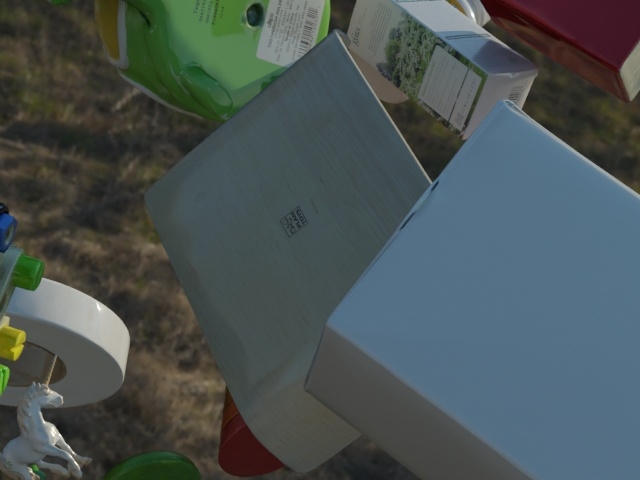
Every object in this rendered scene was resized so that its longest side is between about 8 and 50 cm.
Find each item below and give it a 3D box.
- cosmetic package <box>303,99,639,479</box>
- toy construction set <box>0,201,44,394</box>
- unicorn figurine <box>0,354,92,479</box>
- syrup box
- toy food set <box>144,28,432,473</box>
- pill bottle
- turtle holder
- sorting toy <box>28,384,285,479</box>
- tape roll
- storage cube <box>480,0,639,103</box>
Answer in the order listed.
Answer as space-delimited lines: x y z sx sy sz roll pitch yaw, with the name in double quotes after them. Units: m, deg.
0.192 0.110 0.732 0.365 0.155 0.197 37 69 11 "cosmetic package"
-0.311 0.070 0.946 0.151 0.215 0.327 15 10 -12 "toy construction set"
-0.311 0.225 1.337 0.111 0.162 0.060 43 21 -12 "unicorn figurine"
0.142 -0.227 1.467 0.096 0.093 0.237 -12 44 -39 "syrup box"
0.000 0.000 0.973 0.092 0.220 0.306 32 24 -54 "toy food set"
0.150 -0.298 1.725 0.118 0.117 0.208 37 62 27 "pill bottle"
-0.149 -0.243 1.300 0.227 0.243 0.320 18 36 41 "turtle holder"
-0.199 0.249 1.447 0.366 0.127 0.126 -22 51 -5 "sorting toy"
-0.491 0.156 1.852 0.392 0.392 0.072 16 59 -17 "tape roll"
0.309 -0.291 1.336 0.193 0.183 0.215 36 6 18 "storage cube"
